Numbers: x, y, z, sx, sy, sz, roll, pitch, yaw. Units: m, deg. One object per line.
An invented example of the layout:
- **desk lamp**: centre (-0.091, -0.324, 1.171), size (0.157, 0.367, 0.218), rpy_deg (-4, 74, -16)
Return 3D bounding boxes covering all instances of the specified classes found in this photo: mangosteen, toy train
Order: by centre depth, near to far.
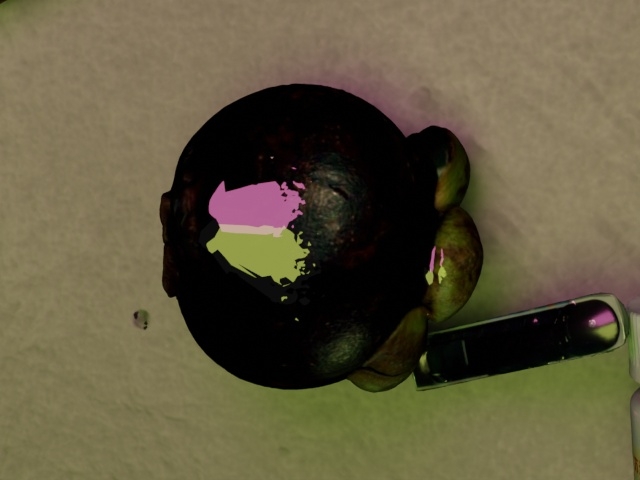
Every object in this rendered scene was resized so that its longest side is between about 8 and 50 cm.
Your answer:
- **mangosteen**: centre (0.000, 0.000, 1.265), size (0.243, 0.243, 0.243), rpy_deg (3, 100, 14)
- **toy train**: centre (0.144, 0.073, 1.270), size (0.207, 0.047, 0.043), rpy_deg (-17, 84, 48)

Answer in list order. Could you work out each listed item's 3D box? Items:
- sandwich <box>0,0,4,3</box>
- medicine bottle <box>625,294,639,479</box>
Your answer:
- **sandwich**: centre (-0.179, -0.331, 1.307), size (0.288, 0.099, 0.254), rpy_deg (-19, 100, 17)
- **medicine bottle**: centre (0.301, 0.195, 1.238), size (0.158, 0.158, 0.318), rpy_deg (-2, 100, 15)
